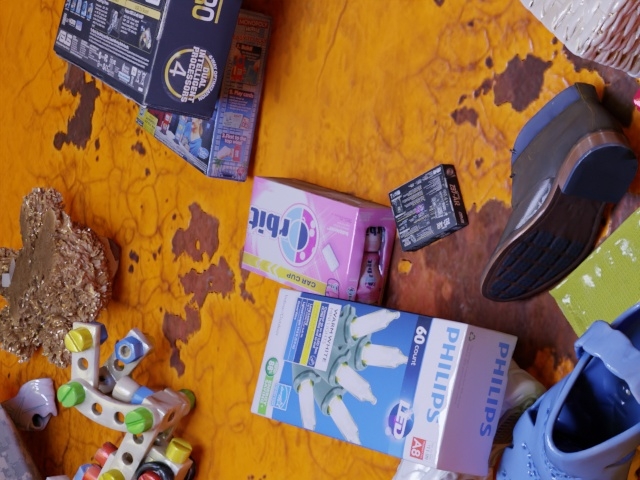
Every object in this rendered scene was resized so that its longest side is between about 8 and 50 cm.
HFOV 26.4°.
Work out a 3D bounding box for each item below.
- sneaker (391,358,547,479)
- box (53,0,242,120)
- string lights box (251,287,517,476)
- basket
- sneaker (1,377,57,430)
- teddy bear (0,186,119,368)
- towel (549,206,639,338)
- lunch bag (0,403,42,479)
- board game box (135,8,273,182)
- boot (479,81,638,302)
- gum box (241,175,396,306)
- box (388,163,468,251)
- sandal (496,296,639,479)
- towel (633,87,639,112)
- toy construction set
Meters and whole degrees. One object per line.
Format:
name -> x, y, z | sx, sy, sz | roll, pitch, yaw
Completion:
sneaker -> 0.125, 0.189, 1.333 | 0.232, 0.090, 0.115 | -52, 45, 23
box -> -0.195, -0.335, 1.607 | 0.395, 0.097, 0.318 | 31, 110, 61
string lights box -> 0.055, 0.130, 1.300 | 0.260, 0.077, 0.133 | 8, 83, 49
basket -> 0.262, -0.236, 1.156 | 0.113, 0.103, 0.167 | 54, 128, 36
sneaker -> -0.433, 0.255, 1.986 | 0.152, 0.054, 0.061 | -38, 64, 41
teddy bear -> -0.372, 0.057, 1.898 | 0.338, 0.113, 0.245 | -50, 46, 45
towel -> 0.296, 0.013, 1.175 | 0.237, 0.021, 0.102 | -49, 54, 37
lunch bag -> -0.494, 0.323, 1.913 | 0.287, 0.169, 0.235 | 15, 128, 68
board game box -> -0.133, -0.196, 1.642 | 0.194, 0.060, 0.194 | 37, 113, 47
boot -> 0.210, -0.042, 1.255 | 0.219, 0.082, 0.106 | -55, 29, 38
gum box -> 0.000, 0.000, 1.484 | 0.188, 0.062, 0.107 | 19, 104, 47
box -> 0.109, -0.033, 1.392 | 0.083, 0.018, 0.067 | -30, 67, 45
sandal -> 0.226, 0.158, 1.156 | 0.126, 0.138, 0.317 | 42, 123, 25
towel -> 0.381, -0.168, 1.056 | 0.199, 0.031, 0.275 | 49, 119, 37
toy construction set -> -0.268, 0.273, 1.721 | 0.215, 0.151, 0.327 | 35, 126, 17
